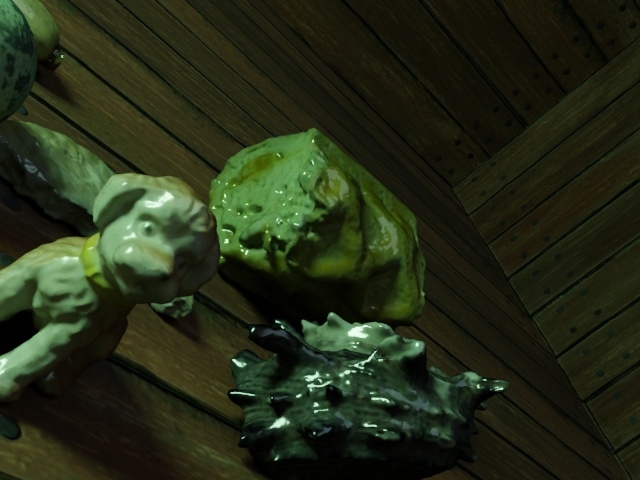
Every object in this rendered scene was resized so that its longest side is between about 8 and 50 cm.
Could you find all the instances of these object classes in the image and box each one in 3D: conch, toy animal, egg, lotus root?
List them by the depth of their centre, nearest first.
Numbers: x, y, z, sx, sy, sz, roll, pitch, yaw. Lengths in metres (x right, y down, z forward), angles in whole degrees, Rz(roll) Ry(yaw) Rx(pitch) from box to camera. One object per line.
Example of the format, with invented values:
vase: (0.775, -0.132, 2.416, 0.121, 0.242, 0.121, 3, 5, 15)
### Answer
toy animal: (-0.142, 0.019, 0.654, 0.104, 0.185, 0.184, 50, 15, 4)
egg: (-0.292, -0.147, 0.717, 0.132, 0.132, 0.172, 51, 4, 0)
conch: (0.037, 0.150, 0.903, 0.313, 0.186, 0.240, 5, 17, -45)
lotus root: (-0.330, -0.243, 0.959, 0.150, 0.062, 0.073, 45, 16, -26)

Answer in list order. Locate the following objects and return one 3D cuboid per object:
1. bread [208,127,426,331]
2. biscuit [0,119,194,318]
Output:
bread: (0.001, 0.004, 1.101, 0.252, 0.238, 0.196, 37, 60, -30)
biscuit: (-0.212, -0.034, 0.867, 0.250, 0.032, 0.133, 44, 17, -22)
